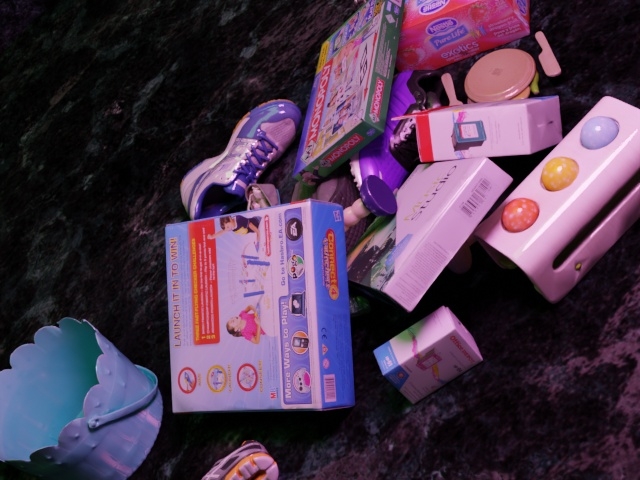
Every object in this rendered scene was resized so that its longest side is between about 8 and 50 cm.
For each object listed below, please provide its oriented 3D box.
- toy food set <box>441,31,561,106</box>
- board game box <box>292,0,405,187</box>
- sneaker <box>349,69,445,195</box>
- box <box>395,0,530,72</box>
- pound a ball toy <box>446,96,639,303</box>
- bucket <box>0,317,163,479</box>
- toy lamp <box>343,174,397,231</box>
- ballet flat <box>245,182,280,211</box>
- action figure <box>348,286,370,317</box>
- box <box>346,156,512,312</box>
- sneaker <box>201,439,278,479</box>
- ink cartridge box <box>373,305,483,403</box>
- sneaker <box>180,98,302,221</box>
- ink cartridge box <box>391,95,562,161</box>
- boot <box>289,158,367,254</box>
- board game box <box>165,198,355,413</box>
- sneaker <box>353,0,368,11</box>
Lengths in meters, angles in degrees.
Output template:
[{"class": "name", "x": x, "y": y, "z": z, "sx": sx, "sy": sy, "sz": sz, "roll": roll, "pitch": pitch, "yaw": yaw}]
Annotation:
[{"class": "toy food set", "x": 0.301, "y": -0.265, "z": 1.773, "sx": 0.192, "sy": 0.038, "sz": 0.132, "roll": -22, "pitch": 45, "yaw": 15}, {"class": "board game box", "x": 0.051, "y": -0.268, "z": 1.826, "sx": 0.213, "sy": 0.046, "sz": 0.317, "roll": -35, "pitch": 36, "yaw": 47}, {"class": "sneaker", "x": 0.147, "y": -0.186, "z": 1.796, "sx": 0.146, "sy": 0.102, "sz": 0.293, "roll": -11, "pitch": 49, "yaw": 34}, {"class": "box", "x": 0.235, "y": -0.406, "z": 1.897, "sx": 0.257, "sy": 0.122, "sz": 0.128, "roll": -16, "pitch": 52, "yaw": 31}, {"class": "pound a ball toy", "x": 0.316, "y": -0.064, "z": 1.507, "sx": 0.319, "sy": 0.136, "sz": 0.208, "roll": -45, "pitch": 38, "yaw": -2}, {"class": "bucket", "x": -0.413, "y": 0.288, "z": 1.798, "sx": 0.281, "sy": 0.183, "sz": 0.281, "roll": -23, "pitch": 43, "yaw": 24}, {"class": "toy lamp", "x": 0.000, "y": 0.000, "z": 1.679, "sx": 0.275, "sy": 0.080, "sz": 0.080, "roll": -34, "pitch": 38, "yaw": 30}, {"class": "ballet flat", "x": -0.094, "y": -0.033, "z": 1.891, "sx": 0.213, "sy": 0.068, "sz": 0.072, "roll": -115, "pitch": 37, "yaw": -53}, {"class": "action figure", "x": -0.017, "y": 0.118, "z": 1.695, "sx": 0.232, "sy": 0.063, "sz": 0.137, "roll": -13, "pitch": 46, "yaw": 39}, {"class": "box", "x": 0.139, "y": -0.014, "z": 1.563, "sx": 0.232, "sy": 0.058, "sz": 0.322, "roll": -52, "pitch": 9, "yaw": -6}, {"class": "sneaker", "x": -0.153, "y": 0.379, "z": 1.574, "sx": 0.215, "sy": 0.084, "sz": 0.083, "roll": -37, "pitch": 25, "yaw": 3}, {"class": "ink cartridge box", "x": 0.151, "y": 0.160, "z": 1.484, "sx": 0.122, "sy": 0.088, "sz": 0.052, "roll": -35, "pitch": 39, "yaw": 11}, {"class": "sneaker", "x": -0.139, "y": -0.135, "z": 2.006, "sx": 0.296, "sy": 0.112, "sz": 0.131, "roll": -44, "pitch": 35, "yaw": 18}, {"class": "ink cartridge box", "x": 0.241, "y": -0.172, "z": 1.650, "sx": 0.231, "sy": 0.078, "sz": 0.134, "roll": -1, "pitch": 11, "yaw": 35}, {"class": "boot", "x": 0.006, "y": -0.059, "z": 1.846, "sx": 0.161, "sy": 0.083, "sz": 0.246, "roll": -20, "pitch": 43, "yaw": 46}, {"class": "board game box", "x": -0.100, "y": 0.110, "z": 1.643, "sx": 0.302, "sy": 0.086, "sz": 0.308, "roll": -8, "pitch": 82, "yaw": 37}, {"class": "sneaker", "x": 0.187, "y": -0.489, "z": 2.045, "sx": 0.279, "sy": 0.107, "sz": 0.118, "roll": 3, "pitch": 48, "yaw": 40}]
